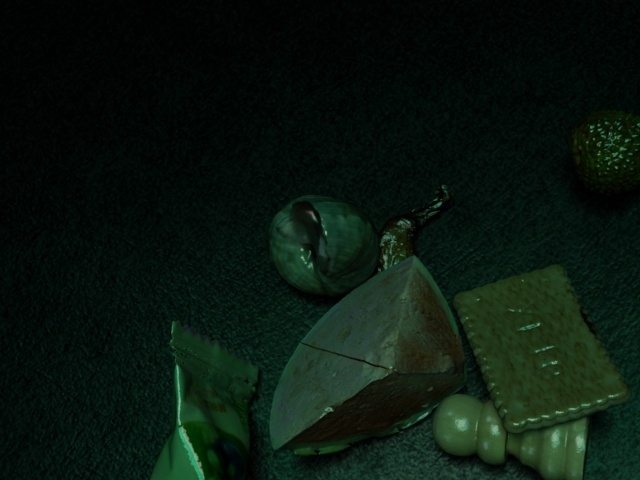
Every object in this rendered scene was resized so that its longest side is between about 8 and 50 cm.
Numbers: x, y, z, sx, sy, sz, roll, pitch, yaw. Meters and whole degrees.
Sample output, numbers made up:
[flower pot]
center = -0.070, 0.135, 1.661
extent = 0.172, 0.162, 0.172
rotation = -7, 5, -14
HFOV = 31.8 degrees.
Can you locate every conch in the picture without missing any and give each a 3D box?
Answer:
[conch]
center = 0.000, 0.000, 1.974
extent = 0.195, 0.220, 0.277
rotation = -28, 28, 4

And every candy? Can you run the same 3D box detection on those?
[candy]
center = -0.188, 0.353, 1.832
extent = 0.172, 0.263, 0.398
rotation = 1, 69, 21

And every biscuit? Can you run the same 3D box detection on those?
[biscuit]
center = 0.361, 0.177, 1.877
extent = 0.217, 0.044, 0.325
rotation = -18, 41, -1

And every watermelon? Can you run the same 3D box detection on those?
[watermelon]
center = 0.099, 0.238, 1.886
extent = 0.292, 0.222, 0.319
rotation = -35, 24, 24

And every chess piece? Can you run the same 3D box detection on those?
[chess piece]
center = 0.315, 0.318, 1.857
extent = 0.261, 0.143, 0.142
rotation = 7, 70, 18

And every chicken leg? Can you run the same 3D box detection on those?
[chicken leg]
center = 0.157, 0.000, 2.033
extent = 0.106, 0.051, 0.253
rotation = 26, 74, 10

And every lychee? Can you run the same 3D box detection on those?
[lychee]
center = 0.528, -0.158, 1.987
extent = 0.171, 0.171, 0.171
rotation = -3, 69, 7
